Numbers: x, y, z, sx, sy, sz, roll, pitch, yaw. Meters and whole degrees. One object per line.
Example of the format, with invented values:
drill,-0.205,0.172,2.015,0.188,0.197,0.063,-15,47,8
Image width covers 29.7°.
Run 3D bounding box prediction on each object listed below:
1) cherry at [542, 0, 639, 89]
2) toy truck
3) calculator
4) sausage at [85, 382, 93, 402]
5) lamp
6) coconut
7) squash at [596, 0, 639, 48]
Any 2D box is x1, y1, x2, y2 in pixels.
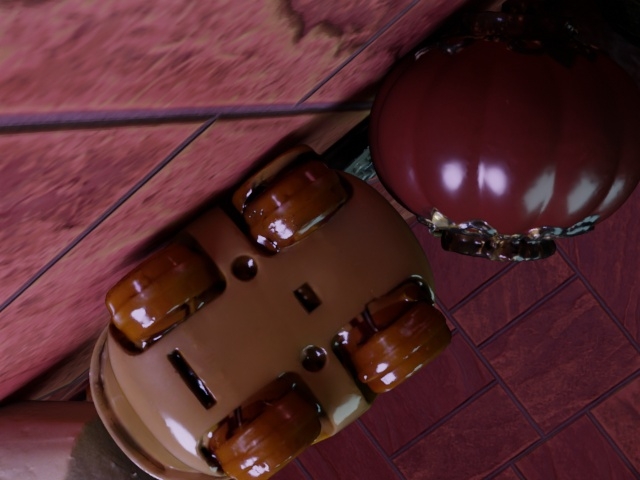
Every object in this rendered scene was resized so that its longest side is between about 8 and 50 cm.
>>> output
cherry,0.258,-0.148,1.208,0.230,0.203,0.300,-31,165,17
toy truck,-0.051,0.074,0.984,0.288,0.204,0.211,-37,178,-13
calculator,0.031,-0.069,1.203,0.268,0.040,0.177,-40,175,17
sausage,-0.148,0.097,1.378,0.348,0.053,0.053,-39,175,18
lamp,0.151,-0.092,0.969,0.227,0.227,0.227,-38,175,-4
coconut,-0.236,0.264,1.120,0.244,0.239,0.239,-1,-171,21
squash,0.327,-0.249,1.032,0.193,0.156,0.193,-58,168,-20
